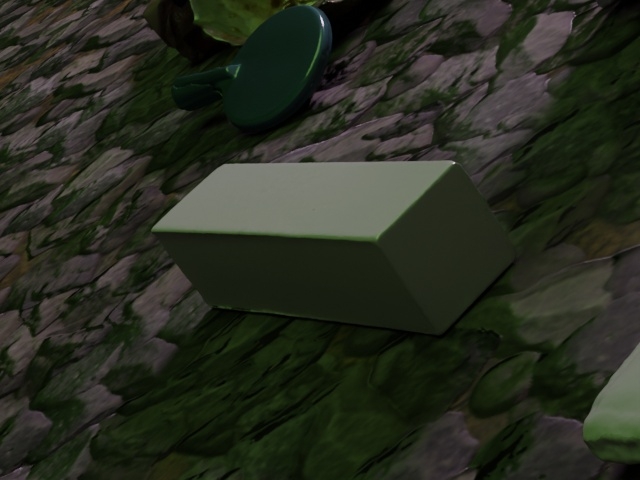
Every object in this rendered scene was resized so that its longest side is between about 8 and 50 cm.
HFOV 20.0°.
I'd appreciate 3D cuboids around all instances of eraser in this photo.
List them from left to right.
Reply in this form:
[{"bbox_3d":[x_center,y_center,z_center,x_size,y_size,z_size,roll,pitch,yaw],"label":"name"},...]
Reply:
[{"bbox_3d":[-0.001,0.000,1.184,0.078,0.076,0.298,-43,21,-22],"label":"eraser"}]

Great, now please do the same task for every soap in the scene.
[{"bbox_3d":[-0.078,-0.317,1.948,0.218,0.098,0.273,-37,17,32],"label":"soap"}]

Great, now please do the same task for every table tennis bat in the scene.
[{"bbox_3d":[-0.064,-0.148,1.625,0.201,0.033,0.124,-11,55,47],"label":"table tennis bat"}]

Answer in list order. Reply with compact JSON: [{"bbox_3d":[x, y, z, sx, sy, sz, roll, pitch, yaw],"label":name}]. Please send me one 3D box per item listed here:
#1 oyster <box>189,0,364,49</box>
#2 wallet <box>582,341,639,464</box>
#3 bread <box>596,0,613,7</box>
[{"bbox_3d":[0.003,-0.319,1.727,0.337,0.198,0.133,-60,-20,-1],"label":"oyster"},{"bbox_3d":[0.207,0.039,0.840,0.124,0.032,0.183,-7,32,52],"label":"wallet"},{"bbox_3d":[0.221,-0.301,1.317,0.192,0.210,0.110,-45,18,-25],"label":"bread"}]
